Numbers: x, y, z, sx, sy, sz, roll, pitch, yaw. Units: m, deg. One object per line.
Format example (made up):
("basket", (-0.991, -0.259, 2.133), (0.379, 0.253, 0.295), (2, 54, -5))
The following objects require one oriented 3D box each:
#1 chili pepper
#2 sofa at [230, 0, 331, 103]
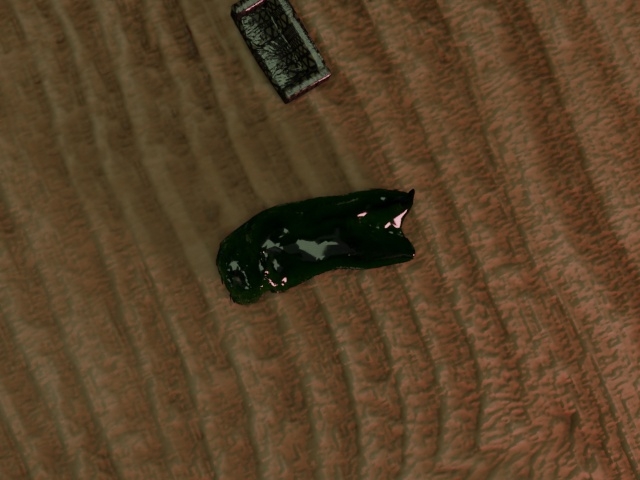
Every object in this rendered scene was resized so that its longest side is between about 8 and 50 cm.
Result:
("chili pepper", (0.000, 0.000, 1.519), (0.224, 0.061, 0.098), (-18, 80, -4))
("sofa", (-0.043, -0.210, 1.543), (0.060, 0.039, 0.118), (-31, 88, -6))
